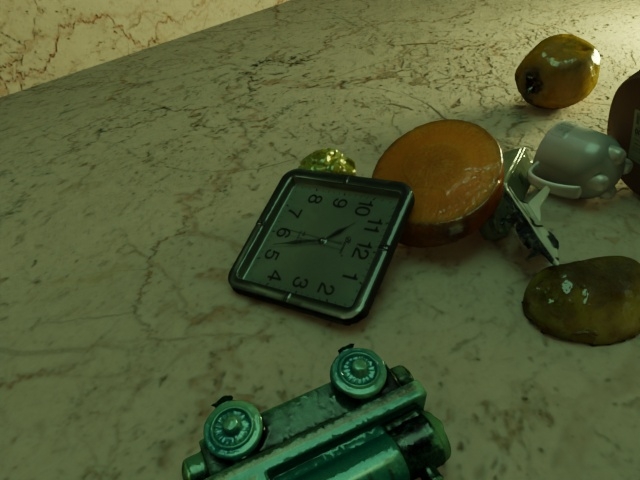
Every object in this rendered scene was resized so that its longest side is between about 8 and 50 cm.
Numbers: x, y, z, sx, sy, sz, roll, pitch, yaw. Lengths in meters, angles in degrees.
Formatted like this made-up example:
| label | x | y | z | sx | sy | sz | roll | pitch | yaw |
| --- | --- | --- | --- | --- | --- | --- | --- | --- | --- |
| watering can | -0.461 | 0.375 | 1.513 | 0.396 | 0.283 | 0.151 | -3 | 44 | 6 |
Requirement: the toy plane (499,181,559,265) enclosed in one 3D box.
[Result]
| label | x | y | z | sx | sy | sz | roll | pitch | yaw |
| --- | --- | --- | --- | --- | --- | --- | --- | --- | --- |
| toy plane | 0.351 | -0.016 | 0.884 | 0.082 | 0.160 | 0.234 | -30 | 21 | 34 |

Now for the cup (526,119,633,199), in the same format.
| label | x | y | z | sx | sy | sz | roll | pitch | yaw |
| --- | --- | --- | --- | --- | --- | --- | --- | --- | --- |
| cup | 0.504 | -0.151 | 1.029 | 0.173 | 0.134 | 0.142 | 0 | 27 | -41 |

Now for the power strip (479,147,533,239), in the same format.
| label | x | y | z | sx | sy | sz | roll | pitch | yaw |
| --- | --- | --- | --- | --- | --- | --- | --- | --- | --- |
| power strip | 0.360 | -0.094 | 1.034 | 0.052 | 0.078 | 0.272 | -11 | 27 | 42 |

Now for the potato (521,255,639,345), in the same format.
| label | x | y | z | sx | sy | sz | roll | pitch | yaw |
| --- | --- | --- | --- | --- | --- | --- | --- | --- | --- |
| potato | 0.411 | 0.072 | 0.805 | 0.200 | 0.081 | 0.164 | -13 | 35 | -11 |

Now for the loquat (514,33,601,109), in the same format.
| label | x | y | z | sx | sy | sz | roll | pitch | yaw |
| --- | --- | --- | --- | --- | --- | --- | --- | --- | --- |
| loquat | 0.614 | -0.435 | 1.377 | 0.234 | 0.176 | 0.187 | -35 | 43 | -18 |

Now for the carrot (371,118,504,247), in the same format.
| label | x | y | z | sx | sy | sz | roll | pitch | yaw |
| --- | --- | --- | --- | --- | --- | --- | --- | --- | --- |
| carrot | 0.220 | -0.105 | 1.002 | 0.258 | 0.100 | 0.307 | -25 | 38 | 14 |

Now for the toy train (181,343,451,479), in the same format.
| label | x | y | z | sx | sy | sz | roll | pitch | yaw |
| --- | --- | --- | --- | --- | --- | --- | --- | --- | --- |
| toy train | 0.001 | 0.250 | 0.606 | 0.298 | 0.120 | 0.194 | -20 | 45 | -17 |

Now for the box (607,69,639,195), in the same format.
| label | x | y | z | sx | sy | sz | roll | pitch | yaw |
| --- | --- | --- | --- | --- | --- | --- | --- | --- | --- |
| box | 0.694 | -0.214 | 0.972 | 0.216 | 0.301 | 0.301 | -15 | 37 | -3 |

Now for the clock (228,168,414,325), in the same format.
| label | x | y | z | sx | sy | sz | roll | pitch | yaw |
| --- | --- | --- | --- | --- | --- | --- | --- | --- | --- |
| clock | 0.000 | 0.000 | 0.932 | 0.278 | 0.049 | 0.273 | 13 | 63 | 30 |

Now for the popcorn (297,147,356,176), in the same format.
| label | x | y | z | sx | sy | sz | roll | pitch | yaw |
| --- | --- | --- | --- | --- | --- | --- | --- | --- | --- |
| popcorn | 0.005 | -0.127 | 1.098 | 0.162 | 0.136 | 0.141 | 17 | 50 | 26 |
